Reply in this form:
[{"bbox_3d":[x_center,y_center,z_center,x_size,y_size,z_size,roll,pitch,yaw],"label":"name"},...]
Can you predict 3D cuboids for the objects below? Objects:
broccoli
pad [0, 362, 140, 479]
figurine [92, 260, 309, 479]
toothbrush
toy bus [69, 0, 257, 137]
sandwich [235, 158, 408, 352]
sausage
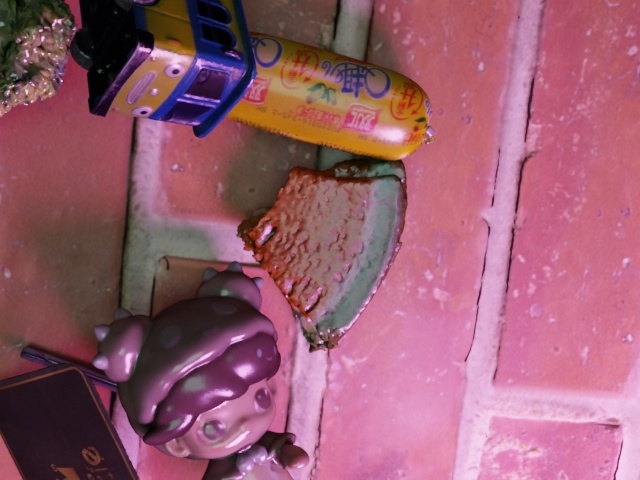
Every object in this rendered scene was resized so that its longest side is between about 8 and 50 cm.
[{"bbox_3d":[-0.443,-0.250,0.936,0.288,0.259,0.235,-18,139,17],"label":"broccoli"},{"bbox_3d":[-0.307,0.345,1.009,0.315,0.063,0.375,-19,99,33],"label":"pad"},{"bbox_3d":[-0.126,0.232,1.016,0.248,0.203,0.380,-27,96,-27],"label":"figurine"},{"bbox_3d":[-0.256,0.225,1.101,0.354,0.024,0.029,22,103,-7],"label":"toothbrush"},{"bbox_3d":[-0.193,-0.279,0.906,0.175,0.138,0.287,8,58,-39],"label":"toy bus"},{"bbox_3d":[0.014,-0.003,1.051,0.212,0.109,0.292,41,93,-8],"label":"sandwich"},{"bbox_3d":[-0.009,-0.191,1.021,0.347,0.123,0.123,15,95,-6],"label":"sausage"}]
